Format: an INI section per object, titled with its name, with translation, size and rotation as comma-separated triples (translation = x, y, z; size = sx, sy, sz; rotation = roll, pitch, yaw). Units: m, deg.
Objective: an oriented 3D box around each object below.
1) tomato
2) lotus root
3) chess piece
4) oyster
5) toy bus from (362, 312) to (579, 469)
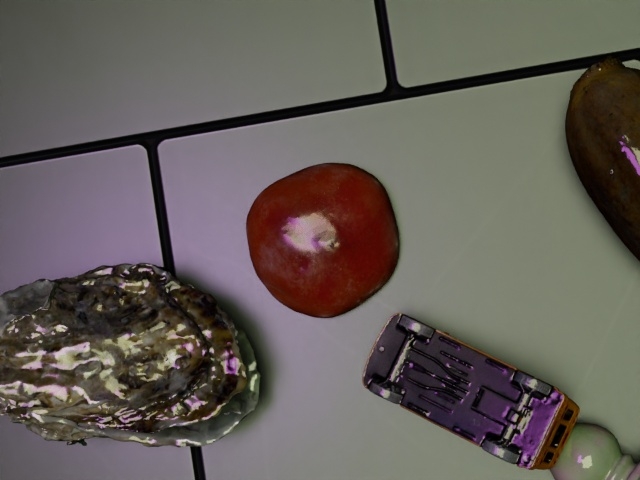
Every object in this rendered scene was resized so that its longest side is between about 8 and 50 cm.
[tomato]
translation = 0.000, 0.000, 1.465
size = 0.155, 0.069, 0.156
rotation = 0, 89, 7
[lotus root]
translation = 0.312, -0.055, 1.396
size = 0.123, 0.124, 0.241
rotation = -33, 80, -26
[chess piece]
translation = 0.311, 0.243, 1.400
size = 0.271, 0.139, 0.139
rotation = 32, 92, 19
[oyster]
translation = -0.234, 0.114, 1.467
size = 0.350, 0.158, 0.162
rotation = -1, 45, 15
[toy bus]
translation = 0.139, 0.142, 1.415
size = 0.194, 0.088, 0.083
rotation = 25, 89, 30
